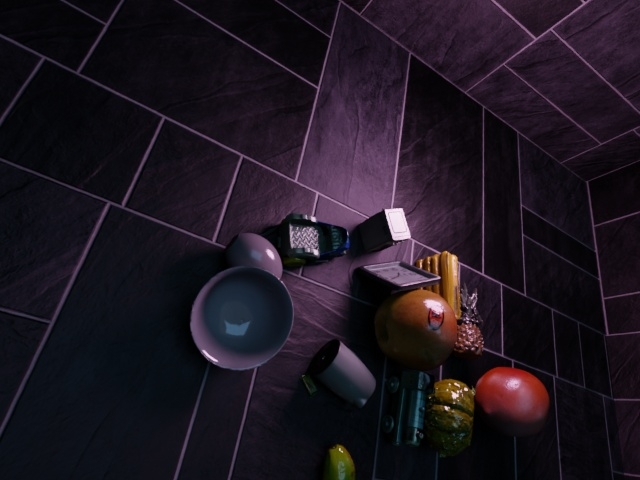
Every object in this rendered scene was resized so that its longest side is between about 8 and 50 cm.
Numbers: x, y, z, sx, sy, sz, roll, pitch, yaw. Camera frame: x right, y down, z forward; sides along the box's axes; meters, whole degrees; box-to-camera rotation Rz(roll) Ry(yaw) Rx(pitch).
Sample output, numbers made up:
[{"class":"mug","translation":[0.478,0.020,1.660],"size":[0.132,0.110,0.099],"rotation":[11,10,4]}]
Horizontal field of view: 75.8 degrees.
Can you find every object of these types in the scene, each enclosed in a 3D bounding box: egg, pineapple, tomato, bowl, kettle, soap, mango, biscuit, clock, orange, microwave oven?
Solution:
[{"class":"egg","translation":[-0.240,0.077,1.510],"size":[0.232,0.176,0.176],"rotation":[44,54,-25]},{"class":"pineapple","translation":[0.729,0.398,2.029],"size":[0.165,0.165,0.365],"rotation":[29,57,-21]},{"class":"tomato","translation":[0.866,0.743,1.884],"size":[0.321,0.321,0.322],"rotation":[12,67,-29]},{"class":"bowl","translation":[-0.277,0.252,1.409],"size":[0.344,0.157,0.347],"rotation":[0,91,-23]},{"class":"kettle","translation":[0.102,0.502,1.596],"size":[0.236,0.161,0.221],"rotation":[44,24,-12]},{"class":"soap","translation":[0.558,0.232,1.948],"size":[0.096,0.204,0.325],"rotation":[17,65,-30]},{"class":"mango","translation":[0.067,0.853,1.458],"size":[0.125,0.111,0.233],"rotation":[4,66,-24]},{"class":"biscuit","translation":[-0.042,0.548,1.559],"size":[0.046,0.016,0.089],"rotation":[-27,88,-36]},{"class":"clock","translation":[0.343,0.158,1.815],"size":[0.278,0.273,0.049],"rotation":[-5,107,-33]},{"class":"orange","translation":[0.527,0.734,1.721],"size":[0.300,0.223,0.302],"rotation":[-8,101,-60]},{"class":"microwave oven","translation":[0.293,-0.044,1.878],"size":[0.129,0.205,0.163],"rotation":[-4,76,-34]}]

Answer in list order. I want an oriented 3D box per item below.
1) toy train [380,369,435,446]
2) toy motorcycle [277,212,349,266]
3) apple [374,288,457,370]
[{"class":"toy train","translation":[0.355,0.673,1.659],"size":[0.119,0.194,0.299],"rotation":[27,61,-24]},{"class":"toy motorcycle","translation":[0.000,0.000,1.680],"size":[0.325,0.199,0.192],"rotation":[5,69,-29]},{"class":"apple","translation":[0.385,0.359,1.707],"size":[0.304,0.339,0.339],"rotation":[11,65,-4]}]
